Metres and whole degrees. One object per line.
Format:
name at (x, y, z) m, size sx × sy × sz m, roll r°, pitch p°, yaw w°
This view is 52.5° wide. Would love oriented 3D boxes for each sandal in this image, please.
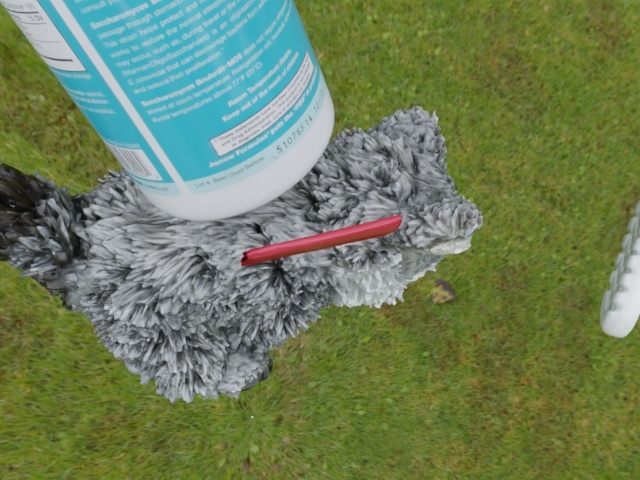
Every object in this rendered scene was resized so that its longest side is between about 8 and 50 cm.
sandal at (0.516, -0.045, 0.920) m, size 0.102 × 0.169 × 0.415 m, roll 21°, pitch 113°, yaw 14°

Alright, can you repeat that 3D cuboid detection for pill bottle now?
pill bottle at (-0.097, -0.145, 0.365) m, size 0.146 × 0.264 × 0.146 m, roll -13°, pitch 46°, yaw 13°

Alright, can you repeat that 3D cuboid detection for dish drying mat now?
dish drying mat at (0.000, 0.000, 0.341) m, size 0.083 × 0.032 × 0.008 m, roll -12°, pitch 84°, yaw -15°

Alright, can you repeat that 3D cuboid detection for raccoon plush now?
raccoon plush at (-0.076, -0.016, 0.509) m, size 0.299 × 0.447 × 0.216 m, roll -33°, pitch 65°, yaw 29°
